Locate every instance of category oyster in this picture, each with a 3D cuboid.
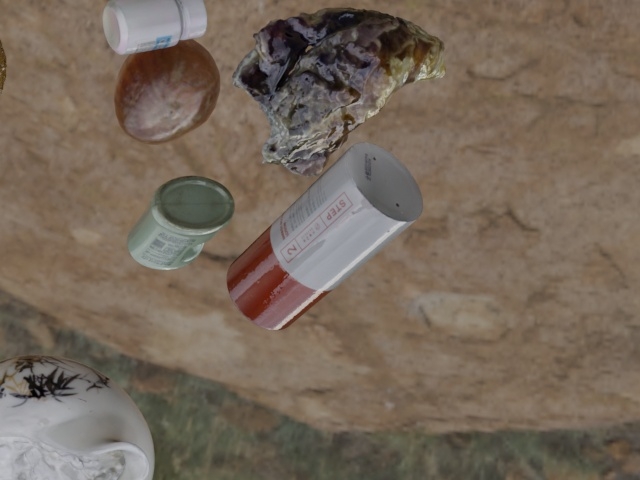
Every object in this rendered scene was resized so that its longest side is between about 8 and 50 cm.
[{"bbox_3d":[0.028,-0.187,1.359,0.100,0.271,0.275,43,-179,32],"label":"oyster"}]

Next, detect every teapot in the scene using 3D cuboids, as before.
[{"bbox_3d":[-0.286,0.224,1.109,0.300,0.166,0.208,-28,122,14],"label":"teapot"}]

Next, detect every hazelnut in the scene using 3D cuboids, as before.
[{"bbox_3d":[-0.272,-0.262,1.989,0.176,0.214,0.214,27,141,-26],"label":"hazelnut"}]

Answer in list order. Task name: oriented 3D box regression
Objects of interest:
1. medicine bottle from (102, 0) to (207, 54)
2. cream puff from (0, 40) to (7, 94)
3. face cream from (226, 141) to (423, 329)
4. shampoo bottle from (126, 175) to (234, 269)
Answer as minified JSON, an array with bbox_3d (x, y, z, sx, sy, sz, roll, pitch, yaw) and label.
[{"bbox_3d":[-0.155,-0.206,1.051,0.089,0.052,0.052,-17,155,-29],"label":"medicine bottle"},{"bbox_3d":[-0.454,-0.208,1.382,0.165,0.150,0.115,-3,177,35],"label":"cream puff"},{"bbox_3d":[0.000,0.000,1.146,0.096,0.095,0.214,30,129,-23],"label":"face cream"},{"bbox_3d":[-0.216,-0.014,1.646,0.118,0.087,0.234,-3,163,-24],"label":"shampoo bottle"}]
